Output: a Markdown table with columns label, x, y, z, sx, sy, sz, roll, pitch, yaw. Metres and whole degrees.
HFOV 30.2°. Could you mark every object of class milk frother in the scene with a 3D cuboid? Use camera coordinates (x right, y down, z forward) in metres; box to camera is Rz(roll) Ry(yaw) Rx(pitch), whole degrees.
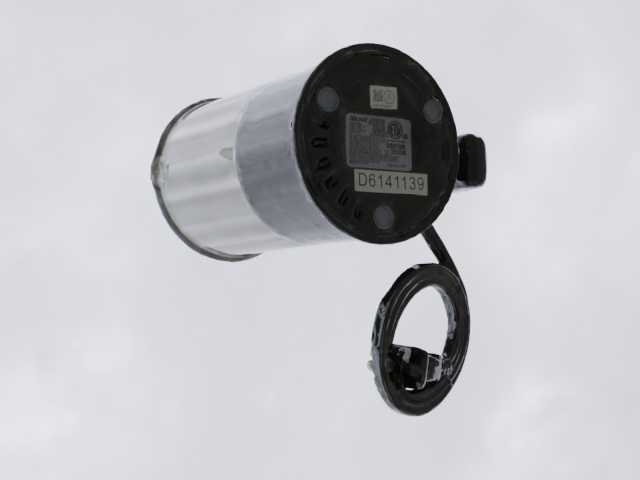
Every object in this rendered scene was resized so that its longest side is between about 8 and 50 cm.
| label | x | y | z | sx | sy | sz | roll | pitch | yaw |
| --- | --- | --- | --- | --- | --- | --- | --- | --- | --- |
| milk frother | 0.000 | 0.000 | 0.543 | 0.129 | 0.134 | 0.143 | 22 | -105 | -29 |
